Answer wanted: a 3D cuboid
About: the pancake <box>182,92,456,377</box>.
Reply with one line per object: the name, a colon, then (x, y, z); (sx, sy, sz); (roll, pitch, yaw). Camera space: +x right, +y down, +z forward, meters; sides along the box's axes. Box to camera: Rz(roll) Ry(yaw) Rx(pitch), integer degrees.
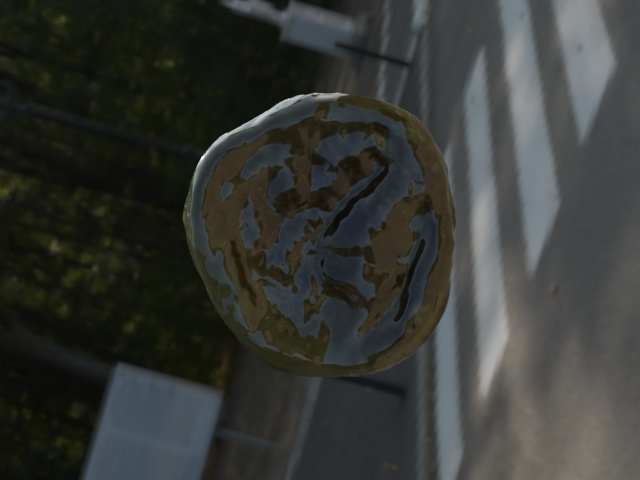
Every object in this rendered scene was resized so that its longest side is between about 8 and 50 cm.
pancake: (0.000, 0.000, 1.451); (0.049, 0.295, 0.294); (-48, -25, -77)
